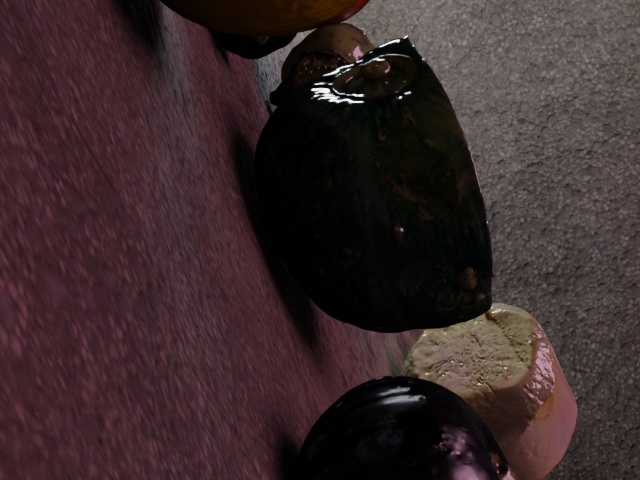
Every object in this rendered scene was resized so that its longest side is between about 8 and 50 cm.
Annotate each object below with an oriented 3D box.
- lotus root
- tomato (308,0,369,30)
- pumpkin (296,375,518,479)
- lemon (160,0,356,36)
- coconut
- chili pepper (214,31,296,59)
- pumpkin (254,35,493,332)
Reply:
[{"bbox_3d":[0.018,-0.190,2.104,0.309,0.173,0.173,70,-1,-88],"label":"lotus root"},{"bbox_3d":[-0.023,-0.372,2.080,0.232,0.232,0.188,-105,-156,-45],"label":"tomato"},{"bbox_3d":[0.079,0.218,1.239,0.233,0.163,0.233,-24,90,-84],"label":"pumpkin"},{"bbox_3d":[-0.053,-0.316,1.332,0.297,0.297,0.297,-21,90,-83],"label":"lemon"},{"bbox_3d":[0.243,0.229,2.263,0.244,0.239,0.239,62,9,-48],"label":"coconut"},{"bbox_3d":[-0.089,-0.295,1.801,0.270,0.099,0.136,-113,-159,-47],"label":"chili pepper"},{"bbox_3d":[0.039,-0.038,1.611,0.293,0.197,0.263,-114,-171,-56],"label":"pumpkin"}]
